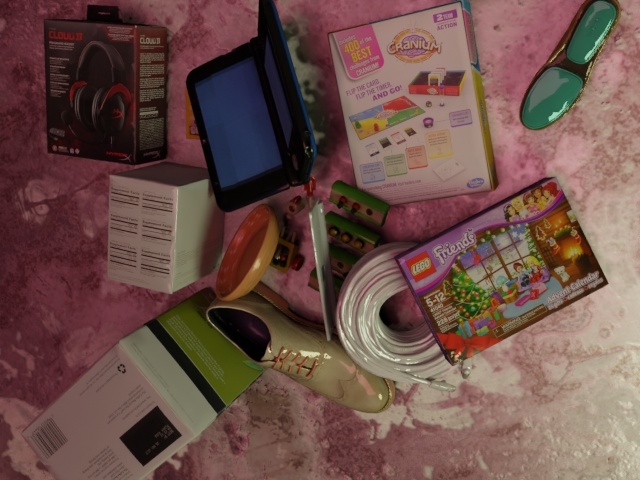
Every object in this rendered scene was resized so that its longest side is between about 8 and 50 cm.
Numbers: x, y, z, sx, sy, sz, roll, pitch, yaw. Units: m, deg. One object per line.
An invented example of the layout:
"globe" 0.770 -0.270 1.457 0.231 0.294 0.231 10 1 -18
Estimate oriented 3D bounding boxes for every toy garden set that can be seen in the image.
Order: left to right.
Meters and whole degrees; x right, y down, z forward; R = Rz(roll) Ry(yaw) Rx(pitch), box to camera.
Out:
"toy garden set" 0.000 0.000 1.392 0.204 0.049 0.244 28 128 19

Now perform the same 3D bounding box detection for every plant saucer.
"plant saucer" -0.133 0.026 1.427 0.037 0.200 0.200 28 115 -21

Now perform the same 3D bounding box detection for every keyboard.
"keyboard" 0.005 0.053 1.343 0.014 0.072 0.255 1 116 19

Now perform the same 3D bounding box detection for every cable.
"cable" 0.155 0.126 1.337 0.257 0.089 0.257 11 106 -3

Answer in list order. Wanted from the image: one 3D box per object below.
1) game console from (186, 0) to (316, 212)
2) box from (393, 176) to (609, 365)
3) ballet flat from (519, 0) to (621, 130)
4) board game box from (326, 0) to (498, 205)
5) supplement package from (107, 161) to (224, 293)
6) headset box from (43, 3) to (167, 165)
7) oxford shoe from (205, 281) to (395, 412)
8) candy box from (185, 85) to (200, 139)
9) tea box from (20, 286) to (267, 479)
"game console" -0.132 -0.228 1.325 0.174 0.250 0.293 -15 80 -8
"box" 0.295 0.050 1.250 0.293 0.057 0.200 -28 94 -1
"ballet flat" 0.395 -0.277 1.195 0.080 0.073 0.232 32 119 3
"board game box" 0.159 -0.225 1.303 0.242 0.064 0.316 -7 100 23
"supplement package" -0.293 -0.032 1.459 0.149 0.194 0.203 11 106 18
"headset box" -0.421 -0.309 1.489 0.218 0.110 0.293 10 106 20
"oxford shoe" -0.047 0.224 1.448 0.397 0.146 0.140 28 111 13
"candy box" -0.164 -0.242 1.449 0.206 0.027 0.105 6 101 20
"tea box" -0.330 0.306 1.484 0.329 0.323 0.220 -40 87 24
